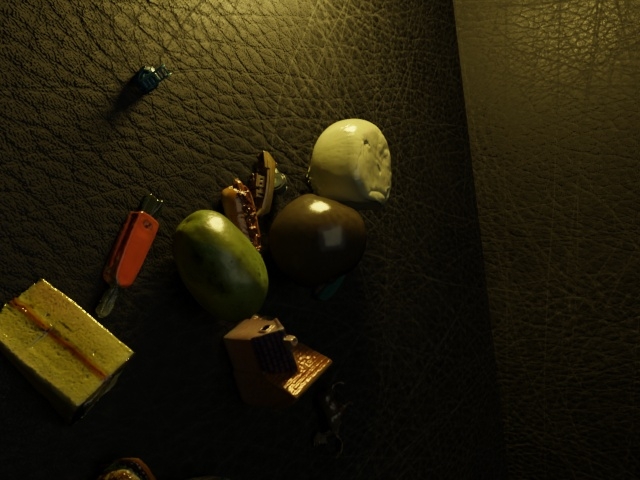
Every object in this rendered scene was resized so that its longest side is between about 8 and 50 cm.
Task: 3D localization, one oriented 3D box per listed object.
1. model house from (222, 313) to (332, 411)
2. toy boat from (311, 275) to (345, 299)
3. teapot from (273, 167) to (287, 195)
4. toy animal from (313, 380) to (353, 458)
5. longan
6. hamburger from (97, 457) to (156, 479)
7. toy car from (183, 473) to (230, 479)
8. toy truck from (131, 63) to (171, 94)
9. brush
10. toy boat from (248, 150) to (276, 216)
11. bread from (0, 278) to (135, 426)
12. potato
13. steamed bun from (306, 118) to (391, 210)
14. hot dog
[{"bbox_3d":[-0.111,0.332,1.525,0.202,0.237,0.236,-27,108,-48],"label":"model house"},{"bbox_3d":[0.027,0.110,1.850,0.091,0.110,0.175,20,113,-49],"label":"toy boat"},{"bbox_3d":[-0.135,-0.183,1.695,0.057,0.066,0.088,60,18,-58],"label":"teapot"},{"bbox_3d":[0.036,0.606,1.827,0.186,0.094,0.214,-44,113,-50],"label":"toy animal"},{"bbox_3d":[0.000,0.000,1.669,0.350,0.288,0.288,1,86,-46],"label":"longan"},{"bbox_3d":[-0.419,0.558,1.186,0.165,0.137,0.087,64,20,-18],"label":"hamburger"},{"bbox_3d":[-0.275,0.761,1.283,0.242,0.226,0.335,12,76,-52],"label":"toy car"},{"bbox_3d":[-0.412,-0.400,1.319,0.056,0.090,0.073,56,46,-34],"label":"toy truck"},{"bbox_3d":[-0.455,0.031,1.264,0.070,0.051,0.323,50,47,-46],"label":"brush"},{"bbox_3d":[-0.181,-0.168,1.626,0.072,0.064,0.206,14,75,-36],"label":"toy boat"},{"bbox_3d":[-0.548,0.236,1.128,0.264,0.163,0.167,43,49,-3],"label":"bread"},{"bbox_3d":[-0.258,0.070,1.389,0.304,0.216,0.215,50,49,-25],"label":"potato"},{"bbox_3d":[0.096,-0.254,1.857,0.334,0.233,0.311,25,65,-58],"label":"steamed bun"},{"bbox_3d":[-0.222,-0.056,1.549,0.102,0.076,0.249,-24,106,-47],"label":"hot dog"}]
